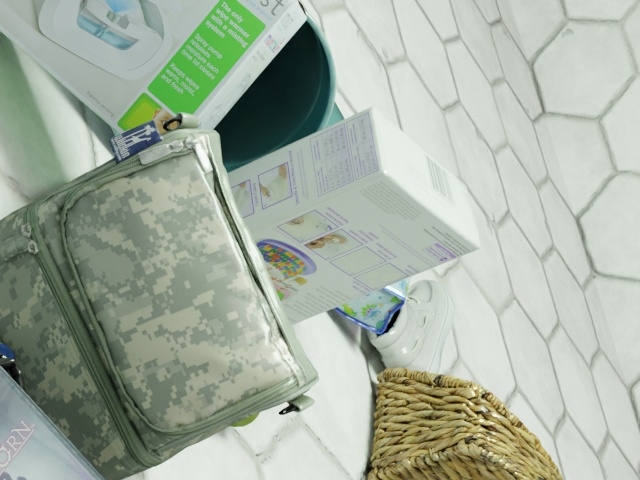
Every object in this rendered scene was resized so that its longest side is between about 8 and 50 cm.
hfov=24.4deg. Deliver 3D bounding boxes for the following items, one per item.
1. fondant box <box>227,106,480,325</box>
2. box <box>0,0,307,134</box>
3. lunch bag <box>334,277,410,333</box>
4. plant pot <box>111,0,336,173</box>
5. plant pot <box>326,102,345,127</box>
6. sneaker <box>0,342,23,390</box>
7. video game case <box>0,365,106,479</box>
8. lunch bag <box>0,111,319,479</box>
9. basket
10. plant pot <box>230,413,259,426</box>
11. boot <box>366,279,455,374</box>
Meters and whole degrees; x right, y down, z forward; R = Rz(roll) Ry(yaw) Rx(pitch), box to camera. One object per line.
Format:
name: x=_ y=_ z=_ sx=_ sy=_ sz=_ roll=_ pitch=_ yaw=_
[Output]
fondant box: x=-0.014 y=-0.010 z=1.733 sx=0.238 sy=0.330 sz=0.096 roll=34 pitch=38 yaw=-51
box: x=-0.186 y=-0.244 z=1.578 sx=0.262 sy=0.231 sz=0.127 roll=42 pitch=3 yaw=4
lunch bag: x=0.049 y=0.045 z=2.130 sx=0.151 sy=0.096 sz=0.129 roll=30 pitch=32 yaw=-8
plant pot: x=-0.131 y=-0.239 z=1.818 sx=0.272 sy=0.271 sz=0.255 roll=53 pitch=12 yaw=-30
plant pot: x=-0.032 y=-0.122 z=2.039 sx=0.165 sy=0.165 sz=0.234 roll=60 pitch=16 yaw=-15
sneaker: x=-0.290 y=0.126 z=1.320 sx=0.058 sy=0.084 sz=0.152 roll=62 pitch=23 yaw=-10
video game case: x=-0.262 y=0.251 z=1.240 sx=0.274 sy=0.026 sz=0.196 roll=55 pitch=51 yaw=-28
lunch bag: x=-0.161 y=0.058 z=1.446 sx=0.305 sy=0.256 sz=0.212 roll=66 pitch=23 yaw=1
basket: x=0.226 y=0.315 z=2.101 sx=0.299 sy=0.213 sz=0.223 roll=53 pitch=27 yaw=-29
plant pot: x=-0.105 y=0.174 z=1.703 sx=0.079 sy=0.083 sz=0.083 roll=60 pitch=20 yaw=-48
boot: x=0.134 y=0.109 z=2.249 sx=0.123 sy=0.095 sz=0.258 roll=58 pitch=23 yaw=-25
